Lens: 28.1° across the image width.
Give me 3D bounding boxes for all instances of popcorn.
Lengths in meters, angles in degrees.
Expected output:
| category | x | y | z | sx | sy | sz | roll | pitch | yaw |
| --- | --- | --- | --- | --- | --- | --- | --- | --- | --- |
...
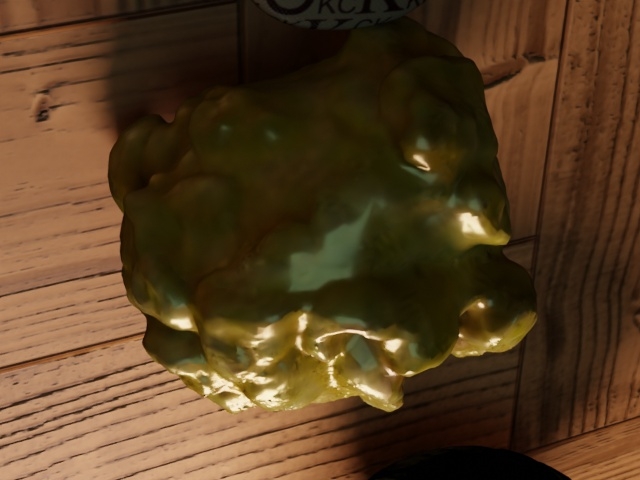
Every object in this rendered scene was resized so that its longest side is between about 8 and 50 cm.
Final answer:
| category | x | y | z | sx | sy | sz | roll | pitch | yaw |
| --- | --- | --- | --- | --- | --- | --- | --- | --- | --- |
| popcorn | 0.000 | 0.000 | 0.812 | 0.250 | 0.235 | 0.242 | -17 | 87 | -3 |

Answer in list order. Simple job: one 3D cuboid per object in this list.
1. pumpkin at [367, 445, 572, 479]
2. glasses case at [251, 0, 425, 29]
| category | x | y | z | sx | sy | sz | roll | pitch | yaw |
| --- | --- | --- | --- | --- | --- | --- | --- | --- | --- |
| pumpkin | 0.111 | 0.319 | 1.088 | 0.295 | 0.296 | 0.296 | -14 | 128 | -19 |
| glasses case | 0.016 | -0.287 | 0.675 | 0.137 | 0.085 | 0.355 | -7 | 117 | -16 |
